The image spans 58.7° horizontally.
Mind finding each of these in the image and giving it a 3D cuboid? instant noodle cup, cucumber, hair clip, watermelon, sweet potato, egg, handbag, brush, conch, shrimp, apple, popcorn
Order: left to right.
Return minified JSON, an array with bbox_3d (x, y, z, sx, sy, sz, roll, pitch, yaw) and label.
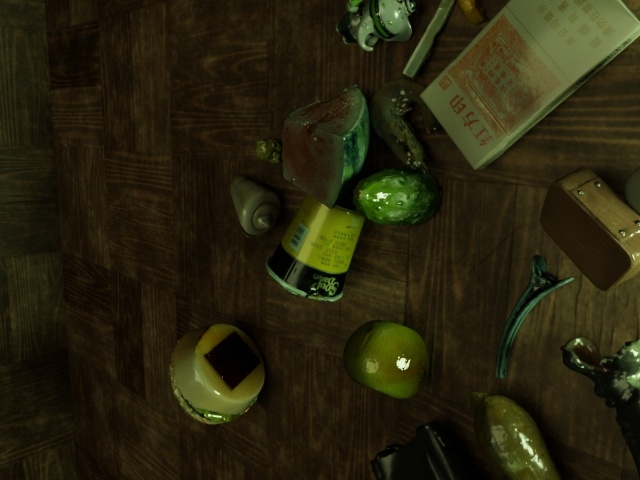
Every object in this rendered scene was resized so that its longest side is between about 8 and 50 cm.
[{"bbox_3d":[-0.182,-0.109,1.613,0.158,0.127,0.255,83,167,-45],"label":"conch"},{"bbox_3d":[-0.143,-0.245,1.573,0.083,0.068,0.059,52,168,-23],"label":"popcorn"},{"bbox_3d":[0.000,0.000,1.387,0.215,0.215,0.236,37,114,34],"label":"instant noodle cup"},{"bbox_3d":[0.007,-0.209,1.267,0.201,0.262,0.213,6,122,4],"label":"watermelon"},{"bbox_3d":[0.150,0.265,1.290,0.196,0.196,0.157,10,75,43],"label":"apple"},{"bbox_3d":[0.143,-0.092,1.195,0.134,0.244,0.134,2,93,40],"label":"cucumber"},{"bbox_3d":[0.201,-0.253,1.235,0.145,0.059,0.254,-47,56,19],"label":"shrimp"},{"bbox_3d":[0.244,0.567,1.299,0.257,0.113,0.285,62,139,25],"label":"handbag"},{"bbox_3d":[0.232,-0.424,1.199,0.033,0.030,0.179,45,115,38],"label":"brush"},{"bbox_3d":[0.400,0.161,1.131,0.083,0.048,0.275,38,127,32],"label":"hair clip"},{"bbox_3d":[0.419,0.485,1.113,0.130,0.130,0.423,-31,84,43],"label":"sweet potato"},{"bbox_3d":[0.464,-0.014,0.964,0.193,0.072,0.151,55,165,32],"label":"handbag"},{"bbox_3d":[0.549,-0.067,0.895,0.135,0.103,0.103,39,122,30],"label":"egg"}]

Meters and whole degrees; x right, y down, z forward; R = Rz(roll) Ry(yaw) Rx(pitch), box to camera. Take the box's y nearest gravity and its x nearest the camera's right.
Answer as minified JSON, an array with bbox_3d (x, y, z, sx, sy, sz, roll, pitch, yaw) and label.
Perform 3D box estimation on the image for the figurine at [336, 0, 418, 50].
[{"bbox_3d":[0.123,-0.483,1.236,0.192,0.126,0.147,-10,125,38],"label":"figurine"}]

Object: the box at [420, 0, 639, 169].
[{"bbox_3d":[0.369,-0.323,1.051,0.365,0.051,0.205,-45,68,37],"label":"box"}]

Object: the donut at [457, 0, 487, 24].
[{"bbox_3d":[0.297,-0.469,1.124,0.038,0.067,0.083,-23,113,37],"label":"donut"}]

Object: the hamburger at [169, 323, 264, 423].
[{"bbox_3d":[-0.309,0.391,1.689,0.170,0.302,0.302,-39,70,33],"label":"hamburger"}]

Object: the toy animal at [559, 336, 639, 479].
[{"bbox_3d":[0.558,0.299,0.954,0.168,0.106,0.343,-48,58,46],"label":"toy animal"}]
